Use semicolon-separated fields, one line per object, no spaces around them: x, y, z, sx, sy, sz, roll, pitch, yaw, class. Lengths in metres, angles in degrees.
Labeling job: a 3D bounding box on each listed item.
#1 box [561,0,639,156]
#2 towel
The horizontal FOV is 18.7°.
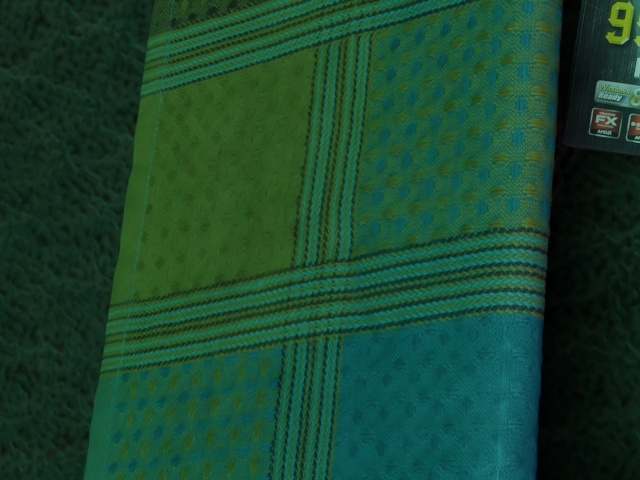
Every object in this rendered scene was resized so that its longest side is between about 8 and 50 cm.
0.240;-0.115;0.891;0.231;0.056;0.183;11;95;24;box
0.000;0.000;0.924;0.271;0.040;0.370;-8;68;41;towel
